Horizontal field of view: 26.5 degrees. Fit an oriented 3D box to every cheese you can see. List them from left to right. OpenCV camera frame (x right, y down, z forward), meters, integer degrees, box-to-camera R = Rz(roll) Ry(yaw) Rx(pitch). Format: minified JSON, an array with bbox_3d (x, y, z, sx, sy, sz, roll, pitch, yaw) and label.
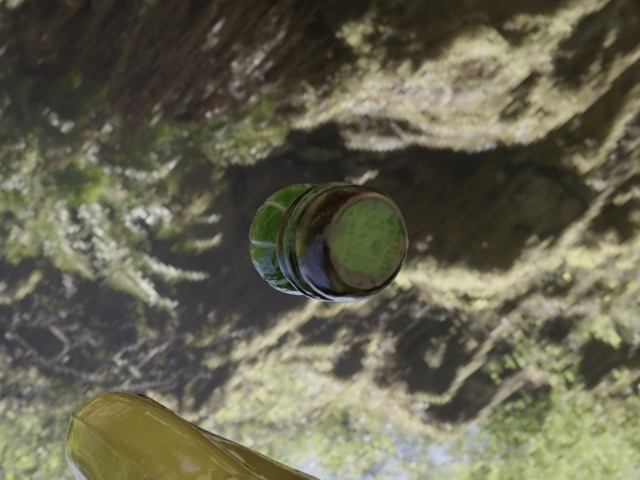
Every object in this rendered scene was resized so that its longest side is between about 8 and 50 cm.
[{"bbox_3d":[-0.087,0.237,1.187,0.259,0.316,0.128,31,-101,-26],"label":"cheese"}]

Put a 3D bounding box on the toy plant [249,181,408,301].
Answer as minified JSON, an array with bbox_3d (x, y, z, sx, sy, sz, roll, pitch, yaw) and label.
[{"bbox_3d":[0.000,0.000,1.060,0.093,0.162,0.093,0,-89,-25],"label":"toy plant"}]
